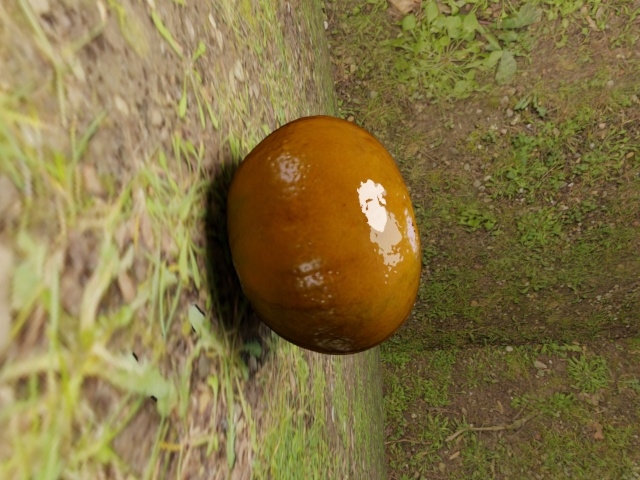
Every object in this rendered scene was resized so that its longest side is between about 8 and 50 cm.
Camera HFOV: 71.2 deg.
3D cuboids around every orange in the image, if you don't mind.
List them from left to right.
[{"bbox_3d":[0.000,0.000,0.439,0.240,0.171,0.240,164,-90,-90],"label":"orange"}]
